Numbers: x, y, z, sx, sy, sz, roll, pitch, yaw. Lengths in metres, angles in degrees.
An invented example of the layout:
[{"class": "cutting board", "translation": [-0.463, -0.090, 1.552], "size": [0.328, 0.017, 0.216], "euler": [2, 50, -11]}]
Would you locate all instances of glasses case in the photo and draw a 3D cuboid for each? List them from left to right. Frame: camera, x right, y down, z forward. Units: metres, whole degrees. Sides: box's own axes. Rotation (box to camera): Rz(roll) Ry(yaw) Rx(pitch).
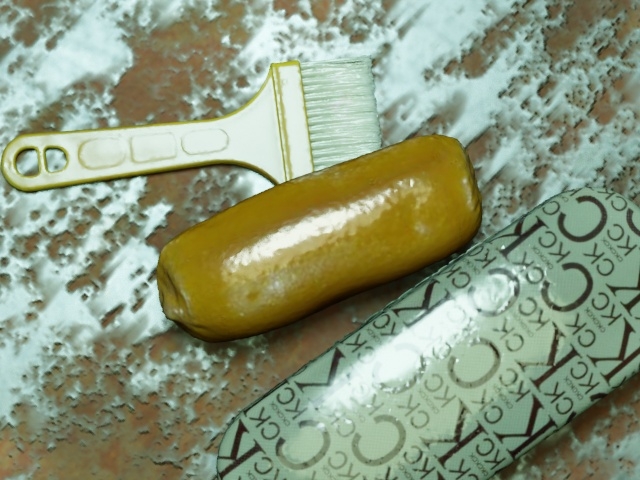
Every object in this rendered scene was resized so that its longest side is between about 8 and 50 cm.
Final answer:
[{"class": "glasses case", "translation": [0.091, 0.096, 1.161], "size": [0.354, 0.085, 0.137], "euler": [-34, 87, -6]}]

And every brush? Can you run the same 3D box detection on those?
[{"class": "brush", "translation": [-0.092, -0.069, 1.201], "size": [0.272, 0.013, 0.103], "euler": [-7, 85, -3]}]

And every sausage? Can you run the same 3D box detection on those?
[{"class": "sausage", "translation": [0.000, 0.000, 1.160], "size": [0.238, 0.098, 0.098], "euler": [-21, 87, -4]}]
